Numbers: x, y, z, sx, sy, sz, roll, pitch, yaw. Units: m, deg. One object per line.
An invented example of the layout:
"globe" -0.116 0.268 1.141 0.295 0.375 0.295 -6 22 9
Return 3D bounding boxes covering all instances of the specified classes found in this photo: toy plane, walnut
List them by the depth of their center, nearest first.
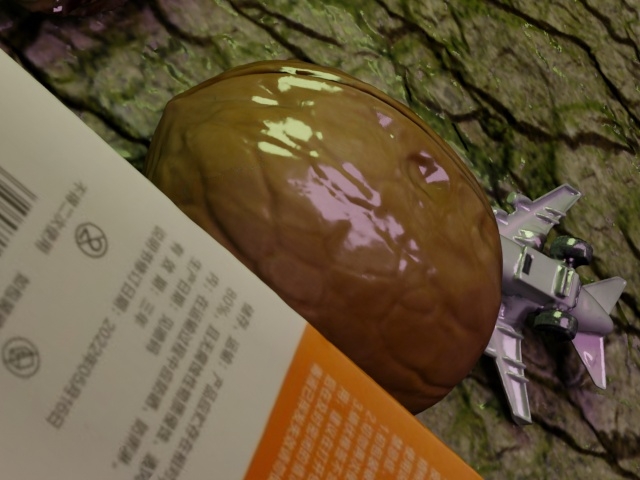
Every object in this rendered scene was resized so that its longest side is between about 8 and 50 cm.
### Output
"walnut" 0.000 0.000 0.750 0.207 0.167 0.167 43 47 -21
"toy plane" 0.122 0.024 0.922 0.171 0.065 0.162 32 62 -34

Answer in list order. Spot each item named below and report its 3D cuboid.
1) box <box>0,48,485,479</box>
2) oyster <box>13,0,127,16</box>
"box" -0.097 0.109 0.559 0.341 0.225 0.143 43 46 -18
"oyster" -0.111 -0.253 0.823 0.221 0.096 0.361 55 41 2
